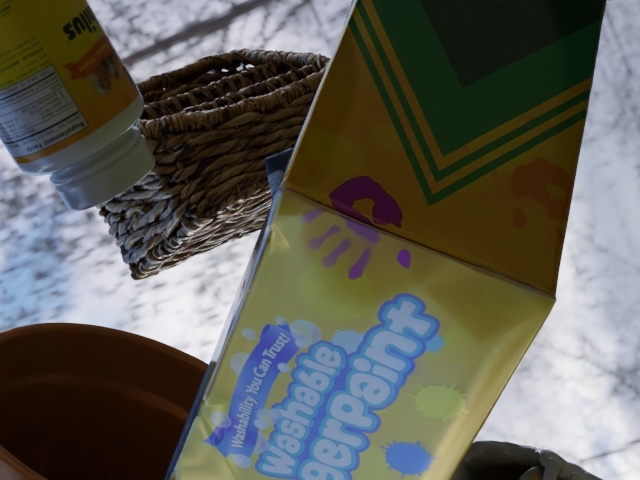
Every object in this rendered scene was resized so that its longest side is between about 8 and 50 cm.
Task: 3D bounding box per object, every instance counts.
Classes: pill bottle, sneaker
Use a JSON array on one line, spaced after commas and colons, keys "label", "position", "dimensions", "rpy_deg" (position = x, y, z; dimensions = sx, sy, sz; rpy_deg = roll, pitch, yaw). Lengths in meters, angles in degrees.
[{"label": "pill bottle", "position": [-0.220, -0.134, 1.223], "dimensions": [0.215, 0.117, 0.117], "rpy_deg": [61, -151, -20]}, {"label": "sneaker", "position": [0.170, 0.191, 0.980], "dimensions": [0.092, 0.229, 0.087], "rpy_deg": [42, -106, -30]}]

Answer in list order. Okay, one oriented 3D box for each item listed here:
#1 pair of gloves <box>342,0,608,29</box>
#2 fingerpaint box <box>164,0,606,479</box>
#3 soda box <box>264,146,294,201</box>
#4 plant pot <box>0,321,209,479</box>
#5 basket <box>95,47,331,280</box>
[{"label": "pair of gloves", "position": [0.120, -0.195, 1.210], "dimensions": [0.204, 0.240, 0.042], "rpy_deg": [33, -146, 18]}, {"label": "fingerpaint box", "position": [0.031, 0.034, 1.035], "dimensions": [0.163, 0.444, 0.371], "rpy_deg": [22, -138, -1]}, {"label": "soda box", "position": [0.000, 0.000, 1.372], "dimensions": [0.060, 0.053, 0.168], "rpy_deg": [7, -112, -53]}, {"label": "plant pot", "position": [-0.195, 0.233, 1.323], "dimensions": [0.291, 0.203, 0.291], "rpy_deg": [19, -159, -8]}, {"label": "basket", "position": [-0.106, -0.127, 1.655], "dimensions": [0.299, 0.213, 0.223], "rpy_deg": [-23, -100, -38]}]
